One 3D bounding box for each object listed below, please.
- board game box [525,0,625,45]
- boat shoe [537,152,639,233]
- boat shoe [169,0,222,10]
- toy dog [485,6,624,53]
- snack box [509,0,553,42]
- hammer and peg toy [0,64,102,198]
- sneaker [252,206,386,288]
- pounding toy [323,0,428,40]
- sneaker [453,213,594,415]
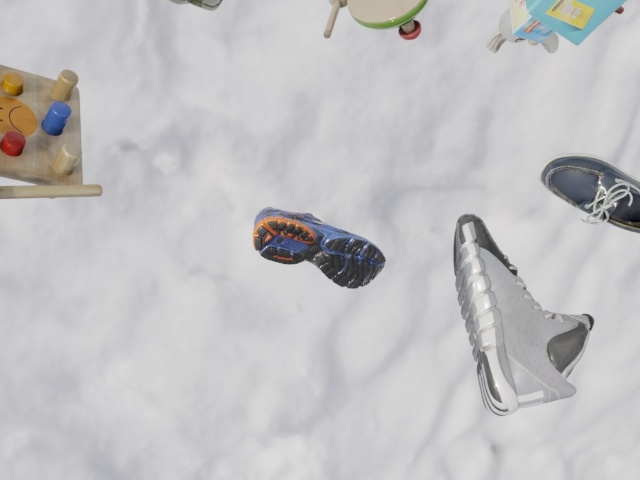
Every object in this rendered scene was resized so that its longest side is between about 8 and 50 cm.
[{"bbox_3d":[0.321,-0.414,1.059,0.079,0.336,0.254,26,134,-23],"label":"board game box"},{"bbox_3d":[0.478,-0.067,1.615,0.254,0.079,0.095,23,123,-18],"label":"boat shoe"},{"bbox_3d":[-0.220,-0.403,1.406,0.113,0.103,0.302,-65,172,3],"label":"boat shoe"},{"bbox_3d":[0.523,-0.485,2.064,0.333,0.161,0.220,-43,172,-9],"label":"toy dog"},{"bbox_3d":[0.368,-0.436,1.340,0.060,0.187,0.322,9,156,-23],"label":"snack box"},{"bbox_3d":[-0.530,-0.164,1.688,0.266,0.361,0.127,12,138,-31],"label":"hammer and peg toy"},{"bbox_3d":[0.000,0.000,1.417,0.221,0.087,0.083,23,113,-26],"label":"sneaker"},{"bbox_3d":[0.135,-0.485,2.085,0.237,0.183,0.110,-10,142,19],"label":"pounding toy"},{"bbox_3d":[0.223,0.072,1.058,0.132,0.229,0.086,-8,157,-2],"label":"sneaker"}]
